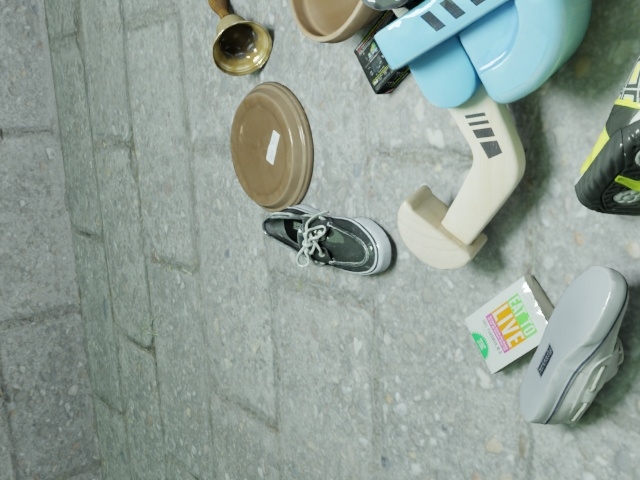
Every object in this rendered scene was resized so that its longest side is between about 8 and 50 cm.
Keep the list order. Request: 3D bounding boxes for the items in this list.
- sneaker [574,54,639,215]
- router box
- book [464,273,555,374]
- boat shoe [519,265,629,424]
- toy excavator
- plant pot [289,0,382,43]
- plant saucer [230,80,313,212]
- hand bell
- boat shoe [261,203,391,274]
[{"bbox_3d":[0.400,-0.174,0.712,0.385,0.145,0.147,113,164,-49],"label":"sneaker"},{"bbox_3d":[0.115,-0.311,1.095,0.122,0.038,0.092,-41,67,48],"label":"router box"},{"bbox_3d":[0.286,0.126,1.005,0.144,0.035,0.096,-51,56,47],"label":"book"},{"bbox_3d":[0.347,0.148,0.879,0.096,0.088,0.268,-89,10,-58],"label":"boat shoe"},{"bbox_3d":[0.208,-0.211,0.869,0.432,0.222,0.445,-26,97,40],"label":"toy excavator"},{"bbox_3d":[0.054,-0.430,1.070,0.237,0.109,0.238,2,93,56],"label":"plant pot"},{"bbox_3d":[-0.113,-0.193,1.422,0.277,0.041,0.278,16,111,49],"label":"plant saucer"},{"bbox_3d":[-0.198,-0.471,1.426,0.126,0.126,0.242,-63,39,40],"label":"hand bell"},{"bbox_3d":[0.000,-0.004,1.271,0.306,0.104,0.113,28,120,46],"label":"boat shoe"}]
